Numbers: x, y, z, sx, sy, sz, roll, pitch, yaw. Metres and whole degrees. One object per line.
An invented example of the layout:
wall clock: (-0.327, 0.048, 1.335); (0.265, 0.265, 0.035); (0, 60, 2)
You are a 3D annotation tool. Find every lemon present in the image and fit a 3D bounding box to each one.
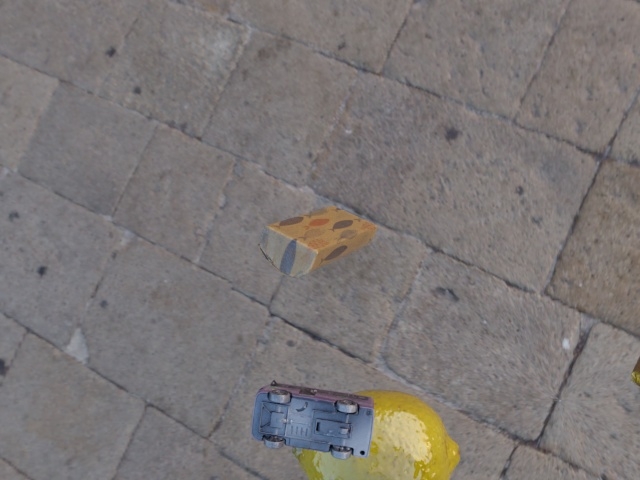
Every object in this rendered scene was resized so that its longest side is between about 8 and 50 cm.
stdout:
lemon: (0.102, 0.402, 1.343); (0.311, 0.253, 0.253); (0, 77, 1)

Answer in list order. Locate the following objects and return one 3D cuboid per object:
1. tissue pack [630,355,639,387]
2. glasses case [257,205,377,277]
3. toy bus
tissue pack: (0.411, 0.069, 0.641); (0.183, 0.092, 0.226); (24, 96, -4)
glasses case: (0.000, 0.000, 0.786); (0.065, 0.170, 0.041); (27, 110, 18)
toy bus: (-0.010, 0.268, 1.087); (0.178, 0.098, 0.086); (8, 96, 5)
